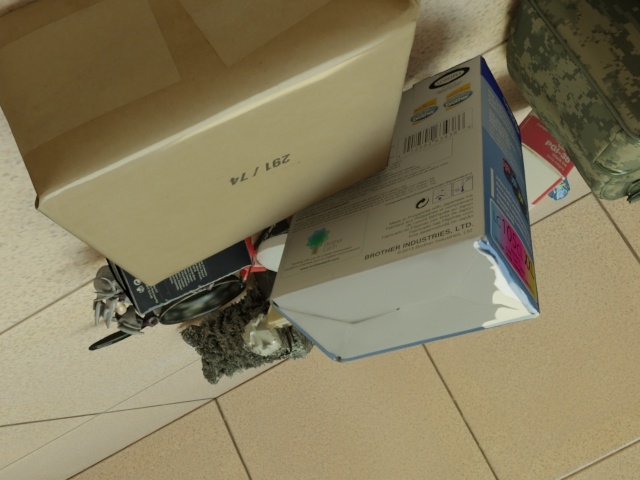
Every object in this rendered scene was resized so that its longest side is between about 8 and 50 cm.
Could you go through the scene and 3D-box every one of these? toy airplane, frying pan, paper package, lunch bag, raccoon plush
[{"bbox_3d":[-0.124,0.007,1.075,0.028,0.151,0.151,9,174,18],"label":"toy airplane"},{"bbox_3d":[-0.310,0.150,1.317,0.326,0.053,0.197,-25,165,-7],"label":"frying pan"},{"bbox_3d":[-0.094,-0.121,0.609,0.324,0.168,0.309,-27,164,-6],"label":"paper package"},{"bbox_3d":[0.405,-0.224,0.889,0.212,0.305,0.256,-24,160,-6],"label":"lunch bag"},{"bbox_3d":[-0.210,0.211,1.408,0.299,0.216,0.446,-25,165,6],"label":"raccoon plush"}]

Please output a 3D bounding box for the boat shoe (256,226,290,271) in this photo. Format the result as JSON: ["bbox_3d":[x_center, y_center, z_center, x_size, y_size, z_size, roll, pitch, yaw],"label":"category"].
[{"bbox_3d":[0.034,-0.020,1.035,0.301,0.102,0.108,-15,141,25],"label":"boat shoe"}]

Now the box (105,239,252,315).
[{"bbox_3d":[-0.198,0.007,0.827,0.158,0.093,0.156,-25,-157,-21],"label":"box"}]

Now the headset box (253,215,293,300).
[{"bbox_3d":[0.000,0.000,1.252,0.293,0.110,0.218,-18,161,-32],"label":"headset box"}]

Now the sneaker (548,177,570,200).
[{"bbox_3d":[0.661,-0.187,1.747,0.091,0.126,0.240,-31,165,10],"label":"sneaker"}]

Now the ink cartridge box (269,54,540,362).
[{"bbox_3d":[0.117,-0.066,0.812,0.270,0.396,0.151,-19,131,29],"label":"ink cartridge box"}]

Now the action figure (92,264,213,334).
[{"bbox_3d":[-0.253,0.053,0.997,0.185,0.099,0.285,-54,164,20],"label":"action figure"}]

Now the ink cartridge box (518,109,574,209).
[{"bbox_3d":[0.430,-0.195,1.166,0.283,0.117,0.207,-47,172,-21],"label":"ink cartridge box"}]

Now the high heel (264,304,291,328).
[{"bbox_3d":[0.024,0.090,1.184,0.261,0.093,0.186,-43,153,12],"label":"high heel"}]
